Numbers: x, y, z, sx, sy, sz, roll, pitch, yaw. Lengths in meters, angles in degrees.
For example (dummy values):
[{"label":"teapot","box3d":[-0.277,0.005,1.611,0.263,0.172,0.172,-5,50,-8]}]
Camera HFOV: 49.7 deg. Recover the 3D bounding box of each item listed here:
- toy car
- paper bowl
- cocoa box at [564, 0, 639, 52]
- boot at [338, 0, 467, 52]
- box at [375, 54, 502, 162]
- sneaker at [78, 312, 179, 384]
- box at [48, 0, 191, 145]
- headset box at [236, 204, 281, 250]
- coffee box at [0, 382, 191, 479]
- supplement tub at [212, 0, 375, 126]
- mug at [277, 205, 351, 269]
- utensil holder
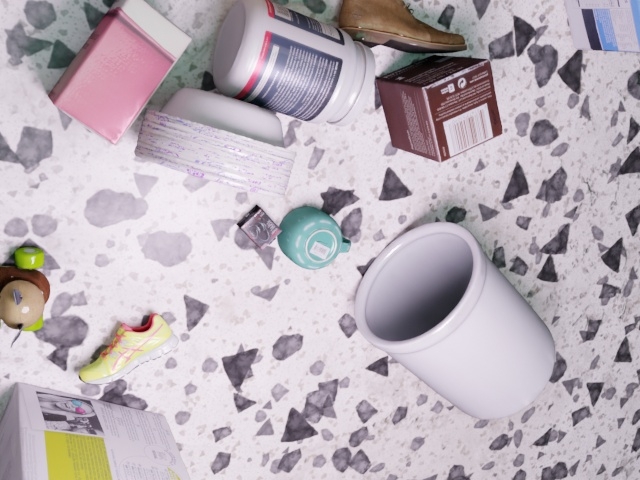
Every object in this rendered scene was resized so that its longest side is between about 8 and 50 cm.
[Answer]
[{"label":"toy car","box3d":[-0.557,0.113,1.235,0.148,0.188,0.155,-1,107,-25]},{"label":"paper bowl","box3d":[-0.183,-0.183,1.261,0.284,0.284,0.148,14,97,-29]},{"label":"cocoa box","box3d":[0.773,-0.618,1.605,0.347,0.228,0.232,-33,118,-12]},{"label":"boot","box3d":[0.182,-0.455,1.454,0.305,0.112,0.115,3,95,-24]},{"label":"box","box3d":[0.252,-0.287,1.480,0.168,0.203,0.167,-26,116,-16]},{"label":"sneaker","box3d":[-0.402,0.217,1.416,0.208,0.081,0.094,-28,110,-22]},{"label":"box","box3d":[-0.356,-0.303,1.216,0.126,0.148,0.232,35,89,-29]},{"label":"headset box","box3d":[-0.129,-0.025,1.485,0.062,0.032,0.083,-44,118,-6]},{"label":"coffee box","box3d":[-0.473,0.533,1.329,0.334,0.338,0.338,22,97,-30]},{"label":"supplement tub","box3d":[-0.052,-0.336,1.326,0.272,0.191,0.191,13,101,-28]},{"label":"mug","box3d":[-0.006,-0.006,1.512,0.157,0.097,0.130,-22,115,-17]},{"label":"utensil holder","box3d":[0.322,0.199,1.610,0.328,0.327,0.385,-49,121,-3]}]
